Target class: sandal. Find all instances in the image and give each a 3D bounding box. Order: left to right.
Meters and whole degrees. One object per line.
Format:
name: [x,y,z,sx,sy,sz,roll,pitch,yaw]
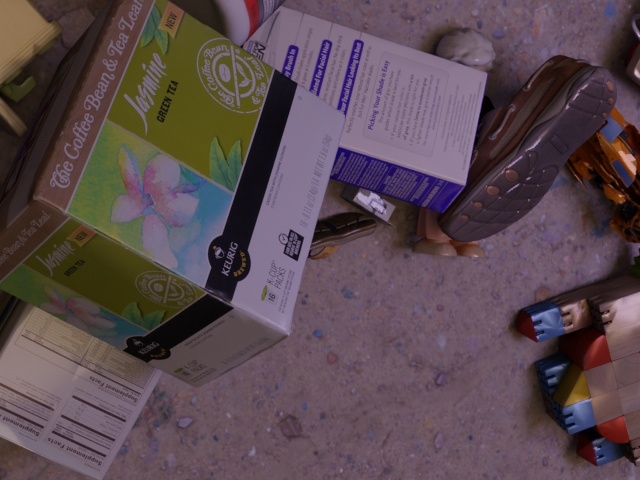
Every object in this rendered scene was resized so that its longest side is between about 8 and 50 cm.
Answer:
sandal: [0.000,0.000,1.695,0.180,0.072,0.049,-11,123,-24]

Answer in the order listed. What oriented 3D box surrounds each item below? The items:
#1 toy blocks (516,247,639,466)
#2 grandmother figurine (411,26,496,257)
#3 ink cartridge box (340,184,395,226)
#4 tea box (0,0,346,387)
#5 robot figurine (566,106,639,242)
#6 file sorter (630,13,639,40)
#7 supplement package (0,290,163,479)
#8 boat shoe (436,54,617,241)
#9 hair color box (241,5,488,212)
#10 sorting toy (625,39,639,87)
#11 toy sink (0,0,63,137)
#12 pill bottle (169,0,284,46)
toy blocks: [0.474,0.220,1.869,0.261,0.191,0.381,-18,104,-6]
grandmother figurine: [0.202,-0.149,1.735,0.207,0.104,0.342,3,94,-44]
ink cartridge box: [0.077,-0.053,1.720,0.083,0.048,0.028,32,86,-24]
tea box: [-0.183,-0.061,1.355,0.323,0.220,0.329,29,53,-22]
robot figurine: [0.462,-0.102,1.790,0.085,0.211,0.291,-40,100,-9]
file sorter: [0.639,-0.358,1.725,0.277,0.193,0.173,-43,107,-10]
supplement package: [-0.323,0.133,1.507,0.198,0.199,0.263,31,86,-22]
boat shoe: [0.284,-0.134,1.669,0.324,0.116,0.123,-46,139,2]
hair color box: [0.042,-0.182,1.576,0.338,0.110,0.185,18,66,-7]
sorting toy: [0.629,-0.316,1.877,0.255,0.089,0.257,31,87,-22]
toy sink: [-0.414,-0.260,1.439,0.131,0.153,0.234,-44,110,-11]
pill bottle: [-0.076,-0.429,1.492,0.210,0.210,0.363,50,66,-20]
